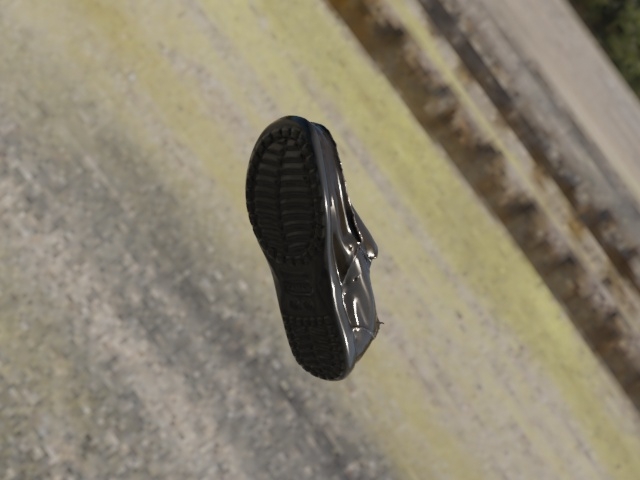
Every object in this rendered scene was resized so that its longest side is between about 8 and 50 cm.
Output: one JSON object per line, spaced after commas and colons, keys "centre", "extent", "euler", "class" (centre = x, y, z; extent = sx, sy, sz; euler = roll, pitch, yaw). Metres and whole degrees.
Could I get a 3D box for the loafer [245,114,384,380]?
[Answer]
{"centre": [0.000, 0.000, 1.207], "extent": [0.078, 0.080, 0.220], "euler": [-33, 123, -44], "class": "loafer"}
